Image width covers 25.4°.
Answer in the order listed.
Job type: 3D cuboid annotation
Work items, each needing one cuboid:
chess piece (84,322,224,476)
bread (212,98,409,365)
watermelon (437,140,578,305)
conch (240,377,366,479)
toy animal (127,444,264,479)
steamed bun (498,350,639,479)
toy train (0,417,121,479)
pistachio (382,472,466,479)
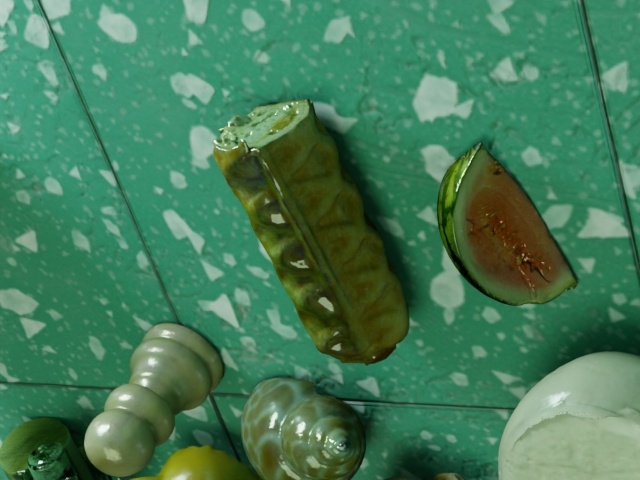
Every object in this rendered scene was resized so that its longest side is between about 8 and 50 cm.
[{"bbox_3d":[-0.175,0.169,1.446,0.094,0.170,0.094,14,130,17],"label":"chess piece"},{"bbox_3d":[-0.001,0.001,1.272,0.087,0.098,0.269,34,154,61],"label":"bread"},{"bbox_3d":[0.140,0.005,1.212,0.087,0.069,0.163,-20,117,39],"label":"watermelon"},{"bbox_3d":[-0.019,0.206,1.444,0.173,0.106,0.116,19,116,32],"label":"conch"},{"bbox_3d":[-0.125,0.332,1.578,0.156,0.156,0.229,10,134,22],"label":"toy animal"},{"bbox_3d":[0.253,0.187,1.257,0.177,0.130,0.228,24,135,12],"label":"steamed bun"},{"bbox_3d":[-0.268,0.341,1.678,0.126,0.189,0.307,-24,120,-4],"label":"toy train"},{"bbox_3d":[0.099,0.319,1.453,0.130,0.131,0.206,-8,135,-20],"label":"pistachio"}]
